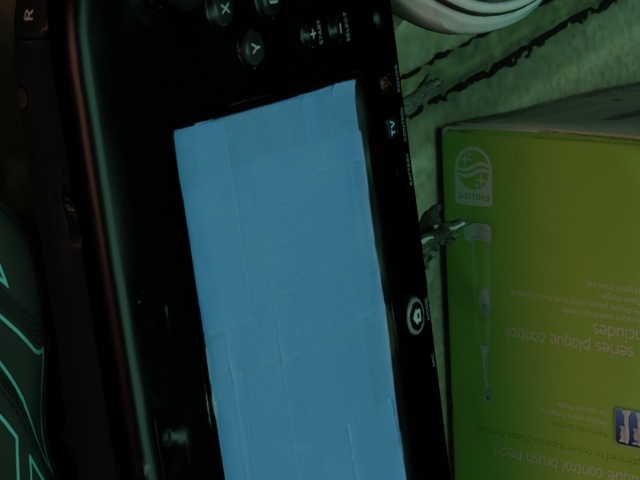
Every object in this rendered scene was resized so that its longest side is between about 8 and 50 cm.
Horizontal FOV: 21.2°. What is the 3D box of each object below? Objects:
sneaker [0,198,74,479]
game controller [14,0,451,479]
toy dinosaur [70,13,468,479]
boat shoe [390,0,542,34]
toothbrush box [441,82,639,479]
[{"bbox_3d":[-0.107,0.055,0.516,0.106,0.101,0.267,-43,125,-38],"label":"sneaker"},{"bbox_3d":[-0.015,0.042,0.558,0.166,0.067,0.319,-18,105,-45],"label":"game controller"},{"bbox_3d":[0.000,0.000,0.657,0.118,0.064,0.268,41,67,-33],"label":"toy dinosaur"},{"bbox_3d":[0.020,-0.227,0.570,0.121,0.119,0.335,-30,107,-27],"label":"boat shoe"},{"bbox_3d":[0.169,0.074,0.802,0.206,0.122,0.283,-14,107,-45],"label":"toothbrush box"}]
